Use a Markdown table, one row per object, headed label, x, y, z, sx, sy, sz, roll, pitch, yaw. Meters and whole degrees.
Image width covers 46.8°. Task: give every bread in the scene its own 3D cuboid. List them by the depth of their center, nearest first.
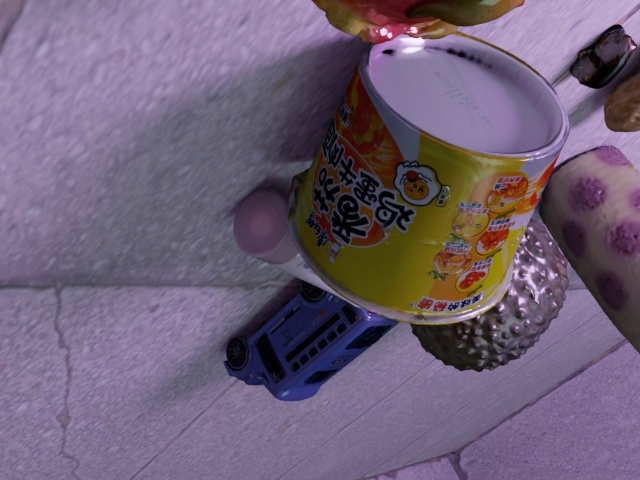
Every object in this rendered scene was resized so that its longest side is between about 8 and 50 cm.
| label | x | y | z | sx | sy | sz | roll | pitch | yaw |
| --- | --- | --- | --- | --- | --- | --- | --- | --- | --- |
| bread | 0.491 | 0.027 | 1.171 | 0.155 | 0.338 | 0.187 | -24 | 151 | -10 |

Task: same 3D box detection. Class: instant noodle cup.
| label | x | y | z | sx | sy | sz | roll | pitch | yaw |
| --- | --- | --- | --- | --- | --- | --- | --- | --- | --- |
| instant noodle cup | 0.114 | -0.074 | 0.744 | 0.265 | 0.264 | 0.200 | -12 | 143 | -29 |

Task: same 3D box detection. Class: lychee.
| label | x | y | z | sx | sy | sz | roll | pitch | yaw |
| --- | --- | --- | --- | --- | --- | --- | --- | --- | --- |
| lychee | 0.230 | 0.063 | 1.095 | 0.274 | 0.255 | 0.255 | 33 | 122 | -23 |

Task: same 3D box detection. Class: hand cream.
| label | x | y | z | sx | sy | sz | roll | pitch | yaw |
| --- | --- | --- | --- | --- | --- | --- | --- | --- | --- |
| hand cream | 0.000 | 0.000 | 0.933 | 0.083 | 0.133 | 0.248 | 8 | 171 | 35 |

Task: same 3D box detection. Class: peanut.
| label | x | y | z | sx | sy | sz | roll | pitch | yaw |
| --- | --- | --- | --- | --- | --- | --- | --- | --- | --- |
| peanut | 0.463 | -0.214 | 0.988 | 0.194 | 0.083 | 0.093 | -46 | 163 | 30 |

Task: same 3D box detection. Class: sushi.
| label | x | y | z | sx | sy | sz | roll | pitch | yaw |
| --- | --- | --- | --- | --- | --- | --- | --- | --- | --- |
| sushi | 0.350 | -0.222 | 0.911 | 0.044 | 0.046 | 0.083 | -5 | 146 | -38 |

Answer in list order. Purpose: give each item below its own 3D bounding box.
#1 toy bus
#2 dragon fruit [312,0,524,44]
| label | x | y | z | sx | sy | sz | roll | pitch | yaw |
| --- | --- | --- | --- | --- | --- | --- | --- | --- | --- |
| toy bus | -0.016 | 0.153 | 1.144 | 0.126 | 0.133 | 0.292 | 6 | 138 | -49 |
| dragon fruit | 0.086 | -0.266 | 0.419 | 0.228 | 0.243 | 0.307 | 22 | 89 | -30 |
